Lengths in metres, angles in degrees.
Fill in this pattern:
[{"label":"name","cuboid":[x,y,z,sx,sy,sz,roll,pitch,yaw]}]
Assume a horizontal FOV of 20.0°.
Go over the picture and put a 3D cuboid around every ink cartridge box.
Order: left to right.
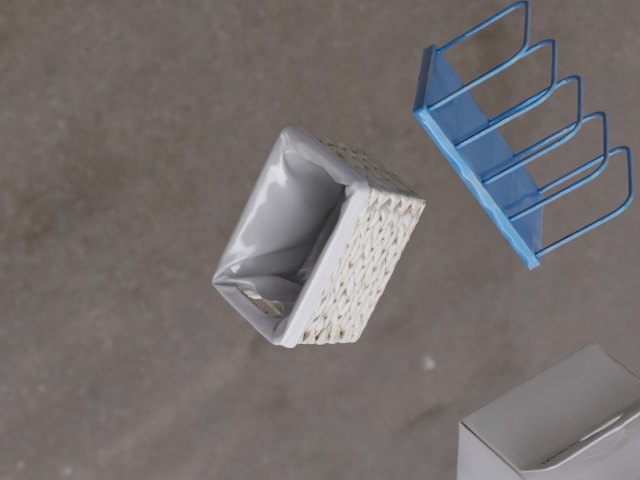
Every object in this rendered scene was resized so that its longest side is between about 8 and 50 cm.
[{"label":"ink cartridge box","cuboid":[0.127,0.128,0.879,0.092,0.090,0.143,-27,136,-28]}]

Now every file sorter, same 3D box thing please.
[{"label":"file sorter","cuboid":[0.168,-0.089,1.473,0.104,0.170,0.118,-29,-157,23]}]

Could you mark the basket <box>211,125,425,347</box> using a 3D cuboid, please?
[{"label":"basket","cuboid":[0.000,0.000,1.598,0.103,0.113,0.167,8,115,-46]}]
